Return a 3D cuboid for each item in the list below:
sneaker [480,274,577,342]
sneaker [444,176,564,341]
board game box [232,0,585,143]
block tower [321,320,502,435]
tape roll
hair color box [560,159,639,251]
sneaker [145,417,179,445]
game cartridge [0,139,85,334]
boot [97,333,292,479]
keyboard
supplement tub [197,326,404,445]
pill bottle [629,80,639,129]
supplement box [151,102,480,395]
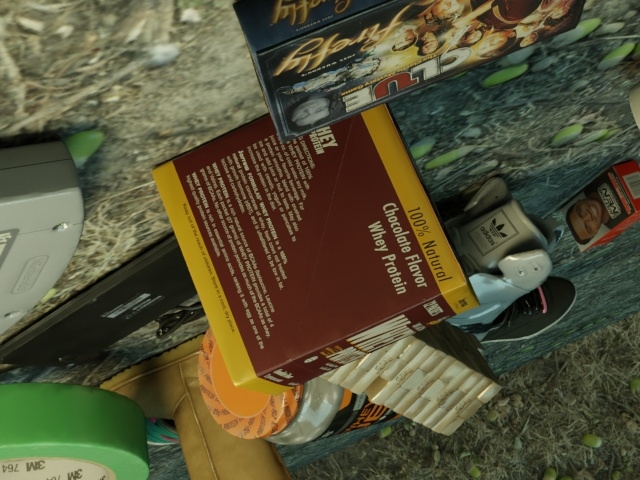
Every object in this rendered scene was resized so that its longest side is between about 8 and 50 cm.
[{"bbox_3d":[0.322,0.110,1.897,0.296,0.104,0.147,-12,167,-18],"label":"sneaker"},{"bbox_3d":[0.127,0.022,1.307,0.366,0.137,0.210,9,135,-46],"label":"sneaker"},{"bbox_3d":[0.070,-0.155,0.785,0.243,0.042,0.165,-22,165,-1],"label":"board game box"},{"bbox_3d":[0.053,0.103,1.176,0.335,0.097,0.091,28,112,-40],"label":"block tower"},{"bbox_3d":[-0.370,0.265,1.371,0.321,0.077,0.321,-8,153,-4],"label":"tape roll"},{"bbox_3d":[0.389,-0.045,1.539,0.043,0.072,0.141,-16,163,-24],"label":"hair color box"},{"bbox_3d":[-0.126,0.216,1.630,0.295,0.124,0.178,-16,173,-17],"label":"sneaker"},{"bbox_3d":[-0.289,0.018,0.856,0.198,0.062,0.297,-17,164,-34],"label":"game cartridge"},{"bbox_3d":[-0.170,0.280,1.481,0.236,0.269,0.089,-28,163,20],"label":"boot"},{"bbox_3d":[-0.177,0.060,1.191,0.317,0.033,0.201,-30,157,27],"label":"keyboard"},{"bbox_3d":[0.010,0.150,1.442,0.316,0.193,0.193,-5,157,-47],"label":"supplement tub"},{"bbox_3d":[0.416,-0.163,1.071,0.229,0.131,0.131,-34,161,37],"label":"pill bottle"},{"bbox_3d":[0.000,0.000,0.929,0.194,0.191,0.129,-25,165,7],"label":"supplement box"}]
